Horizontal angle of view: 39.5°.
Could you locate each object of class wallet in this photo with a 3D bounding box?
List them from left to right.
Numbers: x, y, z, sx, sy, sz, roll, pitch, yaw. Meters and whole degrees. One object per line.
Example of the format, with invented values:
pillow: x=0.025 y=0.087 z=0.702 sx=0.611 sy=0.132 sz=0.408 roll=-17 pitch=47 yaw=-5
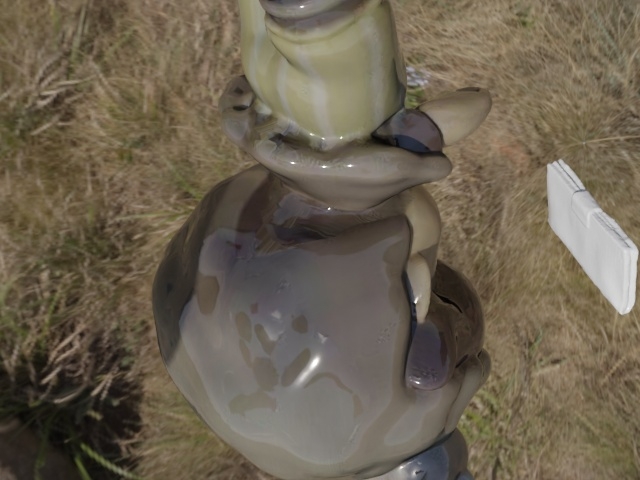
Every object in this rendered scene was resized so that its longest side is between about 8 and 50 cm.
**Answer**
wallet: x=0.135 y=-0.004 z=0.453 sx=0.011 sy=0.083 sz=0.044 roll=-15 pitch=129 yaw=-6

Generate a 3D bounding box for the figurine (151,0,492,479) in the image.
figurine: x=0.000 y=-0.001 z=0.543 sx=0.248 sy=0.203 sz=0.381 roll=30 pitch=136 yaw=36
